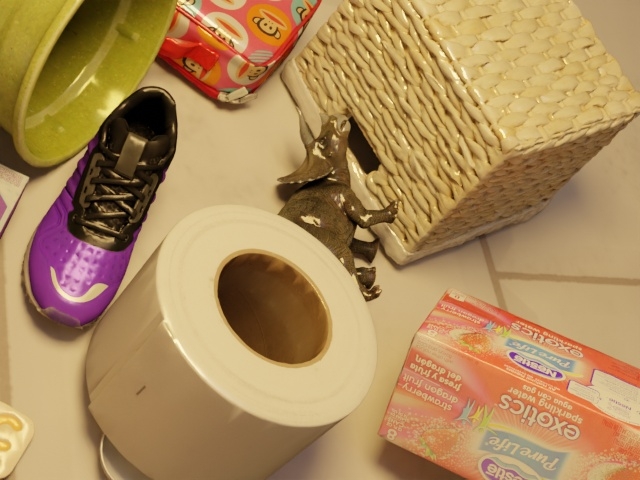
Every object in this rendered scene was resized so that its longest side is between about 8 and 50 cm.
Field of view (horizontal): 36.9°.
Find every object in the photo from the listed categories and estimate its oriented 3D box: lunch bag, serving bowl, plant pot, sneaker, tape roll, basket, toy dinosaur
[{"bbox_3d":[-0.162,-0.321,1.228,0.293,0.120,0.258,37,50,-7],"label":"lunch bag"},{"bbox_3d":[-0.181,0.212,0.949,0.083,0.027,0.083,15,56,-24],"label":"serving bowl"},{"bbox_3d":[-0.329,-0.261,1.018,0.254,0.276,0.276,34,49,5],"label":"plant pot"},{"bbox_3d":[-0.222,-0.054,1.008,0.102,0.146,0.293,25,51,-17],"label":"sneaker"},{"bbox_3d":[-0.088,0.109,0.954,0.246,0.169,0.246,24,43,-24],"label":"tape roll"},{"bbox_3d":[0.194,-0.196,1.279,0.331,0.266,0.328,-18,72,-40],"label":"basket"},{"bbox_3d":[0.000,0.000,1.156,0.160,0.121,0.313,19,58,-6],"label":"toy dinosaur"}]

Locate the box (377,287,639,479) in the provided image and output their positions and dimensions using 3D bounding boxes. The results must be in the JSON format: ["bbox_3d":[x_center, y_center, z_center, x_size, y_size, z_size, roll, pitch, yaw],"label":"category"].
[{"bbox_3d":[0.236,0.191,1.048,0.300,0.142,0.154,23,23,13],"label":"box"}]

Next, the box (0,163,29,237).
[{"bbox_3d":[-0.457,-0.039,0.912,0.293,0.057,0.200,27,51,-15],"label":"box"}]

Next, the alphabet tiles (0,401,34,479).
[{"bbox_3d":[-0.381,0.229,0.819,0.284,0.021,0.278,33,50,-10],"label":"alphabet tiles"}]
